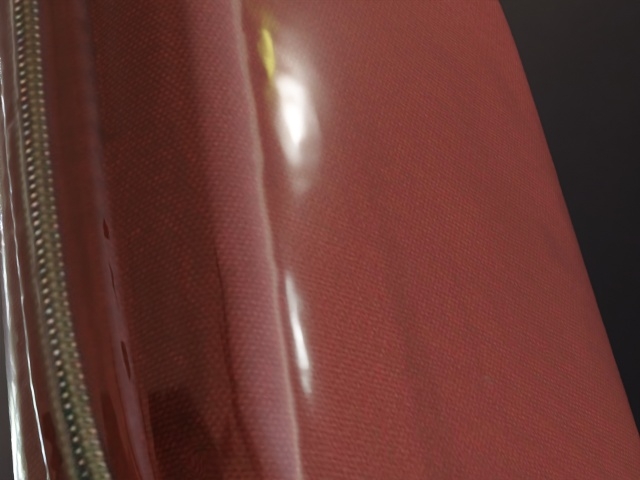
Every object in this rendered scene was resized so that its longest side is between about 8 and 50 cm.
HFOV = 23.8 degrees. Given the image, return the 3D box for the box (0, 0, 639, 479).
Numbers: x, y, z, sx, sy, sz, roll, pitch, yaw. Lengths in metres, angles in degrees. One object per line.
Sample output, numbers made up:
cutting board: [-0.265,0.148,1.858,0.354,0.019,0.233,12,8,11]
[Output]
box: [0.000,0.000,0.530,0.108,0.263,0.404,-32,-129,28]
